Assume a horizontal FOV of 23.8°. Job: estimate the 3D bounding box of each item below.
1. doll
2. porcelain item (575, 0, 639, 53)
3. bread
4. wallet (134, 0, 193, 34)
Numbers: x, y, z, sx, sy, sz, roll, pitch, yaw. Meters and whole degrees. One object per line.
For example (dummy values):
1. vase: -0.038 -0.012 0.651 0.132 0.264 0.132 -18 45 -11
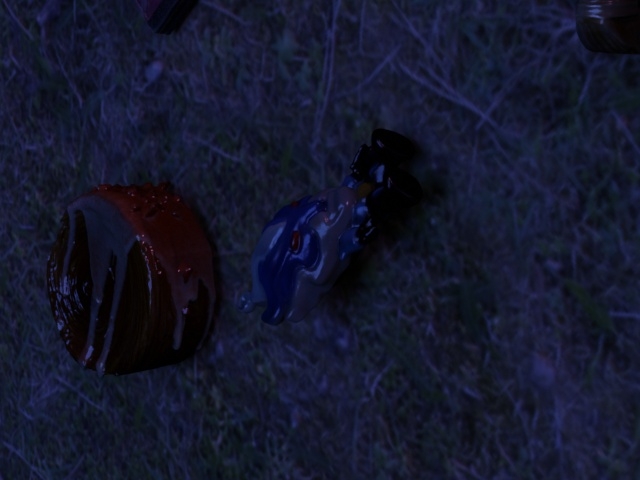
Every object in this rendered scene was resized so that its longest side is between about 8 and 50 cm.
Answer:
1. doll: 0.000 0.000 1.077 0.195 0.070 0.096 -42 35 37
2. porcelain item: 0.170 -0.216 0.883 0.084 0.054 0.213 11 104 46
3. bread: -0.153 0.031 1.231 0.160 0.073 0.160 8 101 49
4. wallet: -0.092 -0.279 1.164 0.232 0.025 0.119 -48 61 37
